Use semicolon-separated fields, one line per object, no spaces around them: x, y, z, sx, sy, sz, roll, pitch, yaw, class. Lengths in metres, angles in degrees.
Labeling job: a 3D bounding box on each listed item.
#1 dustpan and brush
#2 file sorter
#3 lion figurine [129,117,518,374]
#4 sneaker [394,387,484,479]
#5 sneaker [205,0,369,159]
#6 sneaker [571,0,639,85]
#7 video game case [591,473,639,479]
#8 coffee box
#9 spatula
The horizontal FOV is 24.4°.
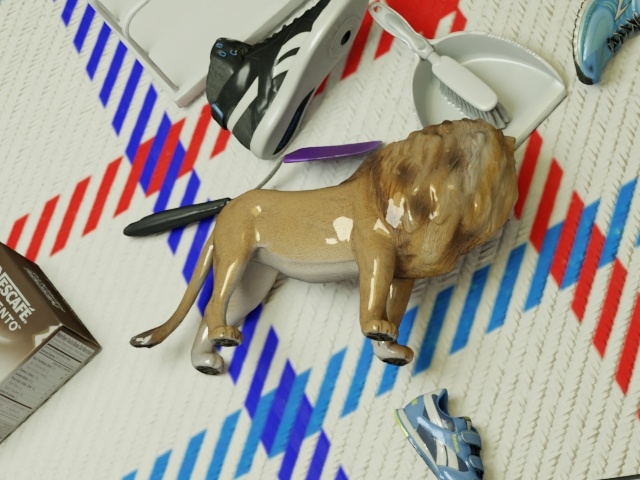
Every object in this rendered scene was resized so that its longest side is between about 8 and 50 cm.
0.129;-0.175;1.524;0.147;0.060;0.211;-46;63;-2;dustpan and brush
-0.188;-0.327;1.622;0.193;0.173;0.277;-42;62;1;file sorter
0.000;0.000;1.462;0.392;0.142;0.240;-2;66;21;lion figurine
0.129;0.200;1.391;0.059;0.053;0.144;-37;64;0;sneaker
-0.049;-0.205;1.556;0.121;0.079;0.217;37;103;20;sneaker
0.303;-0.228;1.484;0.073;0.063;0.162;22;79;21;sneaker
0.370;0.314;1.275;0.275;0.035;0.248;-11;68;15;video game case
-0.375;0.137;1.559;0.246;0.098;0.141;-43;64;0;coffee box
-0.079;-0.055;1.555;0.296;0.084;0.030;-22;97;17;spatula
